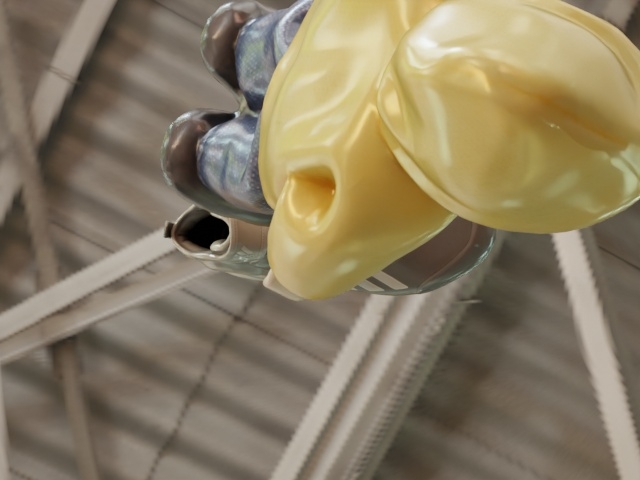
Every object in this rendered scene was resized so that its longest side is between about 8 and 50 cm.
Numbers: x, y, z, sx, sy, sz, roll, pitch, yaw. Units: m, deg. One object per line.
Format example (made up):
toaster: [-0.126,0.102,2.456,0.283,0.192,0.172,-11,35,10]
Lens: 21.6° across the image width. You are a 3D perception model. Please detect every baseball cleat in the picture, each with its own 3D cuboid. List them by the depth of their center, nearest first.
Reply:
baseball cleat: [0.000,0.000,1.025,0.206,0.109,0.072,-6,-95,29]

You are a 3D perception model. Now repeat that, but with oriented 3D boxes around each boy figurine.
boy figurine: [0.030,-0.060,0.654,0.092,0.285,0.177,22,-98,-26]
